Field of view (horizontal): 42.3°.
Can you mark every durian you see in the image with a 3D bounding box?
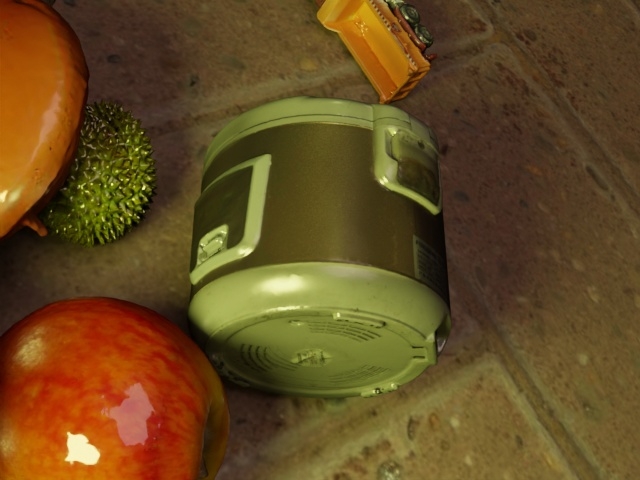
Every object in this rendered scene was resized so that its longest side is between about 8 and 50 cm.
[{"bbox_3d":[-0.280,-0.088,1.055,0.159,0.146,0.198,29,61,-14],"label":"durian"}]

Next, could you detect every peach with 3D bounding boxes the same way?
[{"bbox_3d":[-0.234,0.192,0.851,0.281,0.238,0.281,-1,82,9],"label":"peach"}]

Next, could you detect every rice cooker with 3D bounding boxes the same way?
[{"bbox_3d":[0.000,0.000,1.028,0.335,0.335,0.325,14,57,-19],"label":"rice cooker"}]

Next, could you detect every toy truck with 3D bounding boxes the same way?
[{"bbox_3d":[0.092,-0.379,1.456,0.135,0.114,0.270,-22,74,-40],"label":"toy truck"}]

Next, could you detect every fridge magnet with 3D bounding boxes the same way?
[{"bbox_3d":[-0.420,-0.126,0.933,0.363,0.155,0.363,-7,66,16],"label":"fridge magnet"}]

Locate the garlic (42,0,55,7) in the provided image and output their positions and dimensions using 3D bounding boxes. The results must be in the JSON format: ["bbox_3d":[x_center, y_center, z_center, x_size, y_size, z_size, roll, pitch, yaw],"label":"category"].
[{"bbox_3d":[-0.483,-0.343,1.113,0.245,0.160,0.245,30,45,-36],"label":"garlic"}]
